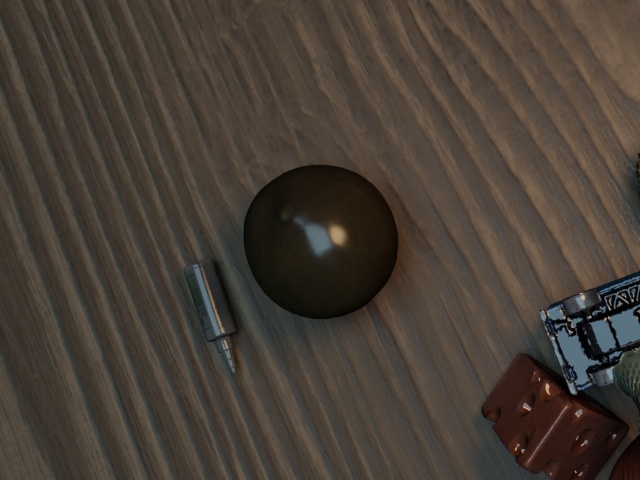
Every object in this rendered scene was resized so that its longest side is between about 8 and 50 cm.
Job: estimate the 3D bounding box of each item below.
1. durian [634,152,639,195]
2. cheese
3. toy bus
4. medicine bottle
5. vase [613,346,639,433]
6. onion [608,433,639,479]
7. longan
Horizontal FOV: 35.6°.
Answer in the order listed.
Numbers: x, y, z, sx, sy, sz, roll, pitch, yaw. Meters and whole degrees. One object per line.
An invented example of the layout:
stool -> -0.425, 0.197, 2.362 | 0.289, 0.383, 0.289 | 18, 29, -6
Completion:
durian -> 0.539, -0.108, 1.482 | 0.148, 0.091, 0.188 | 26, 91, 5
cheese -> 0.326, 0.263, 1.497 | 0.177, 0.203, 0.128 | 40, 102, 45
toy bus -> 0.476, 0.111, 1.440 | 0.287, 0.175, 0.138 | -22, 81, 15
medicine bottle -> -0.180, 0.133, 1.711 | 0.057, 0.057, 0.199 | -21, 81, 15
vase -> 0.430, 0.205, 1.289 | 0.081, 0.149, 0.081 | 3, 111, 7
onion -> 0.543, 0.357, 1.322 | 0.353, 0.353, 0.354 | -1, 86, 18
longan -> 0.000, 0.000, 1.558 | 0.258, 0.258, 0.258 | -1, 86, 18
